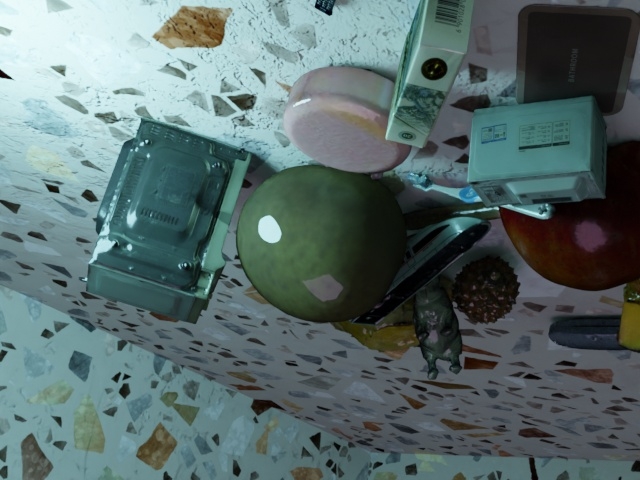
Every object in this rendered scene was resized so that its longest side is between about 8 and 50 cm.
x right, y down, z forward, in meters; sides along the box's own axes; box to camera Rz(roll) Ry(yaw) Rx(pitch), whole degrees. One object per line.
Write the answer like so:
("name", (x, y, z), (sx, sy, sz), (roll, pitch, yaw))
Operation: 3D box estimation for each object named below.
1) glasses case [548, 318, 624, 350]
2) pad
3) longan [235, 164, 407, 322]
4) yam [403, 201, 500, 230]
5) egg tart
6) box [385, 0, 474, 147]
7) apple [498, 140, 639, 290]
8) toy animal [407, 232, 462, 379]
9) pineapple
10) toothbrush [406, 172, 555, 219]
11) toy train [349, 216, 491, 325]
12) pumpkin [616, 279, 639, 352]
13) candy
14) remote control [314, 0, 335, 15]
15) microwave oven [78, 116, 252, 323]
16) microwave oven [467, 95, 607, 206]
("glasses case", (0.730, 0.243, 2.218), (0.282, 0.067, 0.109), (-6, 147, 35))
("pad", (0.397, -0.277, 1.349), (0.176, 0.002, 0.266), (7, 155, 15))
("longan", (0.000, 0.000, 1.805), (0.360, 0.361, 0.361), (12, 156, 5))
("yam", (0.284, -0.053, 1.846), (0.264, 0.046, 0.046), (-8, 148, 38))
("egg tart", (0.189, 0.198, 2.220), (0.345, 0.132, 0.345), (-7, 153, -4))
("box", (0.163, -0.275, 1.283), (0.069, 0.164, 0.256), (13, 156, -1))
("apple", (0.514, -0.051, 1.639), (0.329, 0.295, 0.365), (45, 172, 32))
("toy animal", (0.261, 0.159, 2.011), (0.106, 0.168, 0.343), (-12, 114, 9))
("pineapple", (0.389, 0.110, 2.011), (0.166, 0.166, 0.193), (12, 154, 4))
("toothbrush", (0.297, -0.084, 1.625), (0.040, 0.040, 0.386), (33, 174, -36))
("toy train", (0.207, 0.048, 1.868), (0.086, 0.088, 0.407), (11, 139, -41))
("pumpkin", (0.707, 0.129, 1.832), (0.139, 0.190, 0.280), (3, 153, 27))
("candy", (0.057, -0.211, 1.566), (0.255, 0.094, 0.255), (12, 156, 5))
("remote control", (0.013, -0.382, 1.316), (0.034, 0.016, 0.091), (31, 155, 2))
("microwave oven", (-0.322, -0.043, 1.824), (0.286, 0.355, 0.218), (19, 156, -9))
("microwave oven", (0.370, -0.144, 1.460), (0.208, 0.162, 0.122), (-3, 158, 29))
